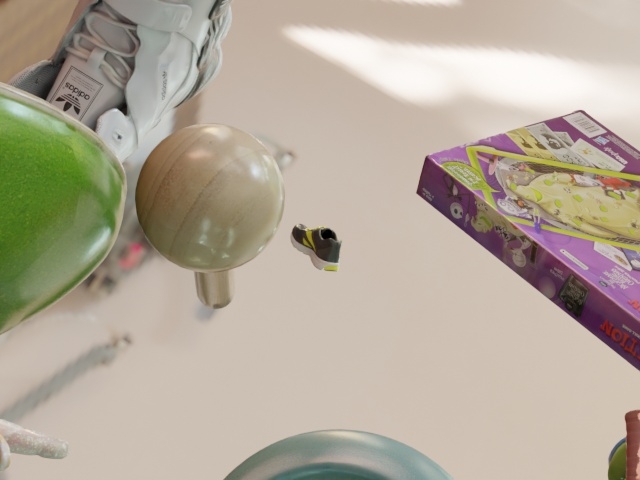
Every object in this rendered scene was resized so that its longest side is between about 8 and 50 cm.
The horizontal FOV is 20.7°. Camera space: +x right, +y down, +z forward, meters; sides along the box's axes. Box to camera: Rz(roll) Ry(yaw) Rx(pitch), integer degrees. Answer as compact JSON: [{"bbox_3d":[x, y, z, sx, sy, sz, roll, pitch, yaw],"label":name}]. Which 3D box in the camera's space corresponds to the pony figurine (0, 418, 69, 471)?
[{"bbox_3d":[-0.334,0.040,0.973,0.363,0.351,0.303,30,-77,68],"label":"pony figurine"}]

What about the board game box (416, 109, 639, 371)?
[{"bbox_3d":[0.271,0.011,1.493,0.208,0.347,0.056,-14,133,-40],"label":"board game box"}]

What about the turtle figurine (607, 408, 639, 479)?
[{"bbox_3d":[0.256,0.263,1.152,0.266,0.197,0.275,-118,-133,-66],"label":"turtle figurine"}]

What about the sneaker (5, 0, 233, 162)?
[{"bbox_3d":[-0.185,-0.194,1.648,0.210,0.137,0.366,-50,168,-25],"label":"sneaker"}]

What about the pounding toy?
[{"bbox_3d":[-0.140,0.024,0.642,0.183,0.236,0.110,113,-19,-66],"label":"pounding toy"}]

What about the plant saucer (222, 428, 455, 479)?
[{"bbox_3d":[0.013,0.337,1.653,0.318,0.317,0.043,-59,166,1],"label":"plant saucer"}]

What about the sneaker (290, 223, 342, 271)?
[{"bbox_3d":[0.000,0.000,1.665,0.031,0.083,0.035,9,110,-33],"label":"sneaker"}]
